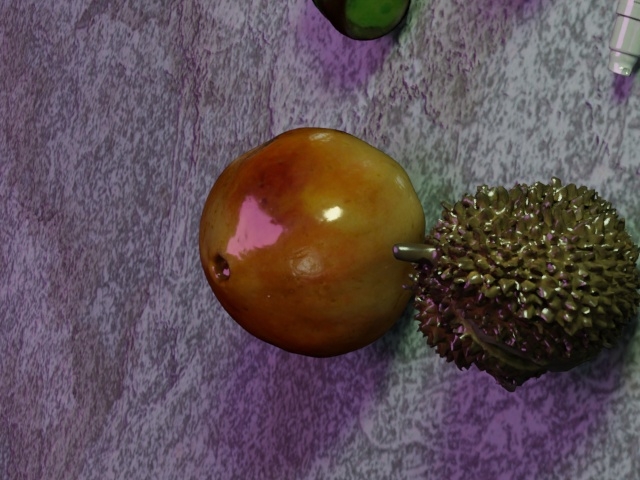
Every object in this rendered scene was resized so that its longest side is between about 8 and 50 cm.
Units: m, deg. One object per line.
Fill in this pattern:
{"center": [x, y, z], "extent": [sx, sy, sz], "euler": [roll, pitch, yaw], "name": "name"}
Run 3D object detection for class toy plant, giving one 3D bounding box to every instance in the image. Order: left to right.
{"center": [0.026, -0.260, 1.831], "extent": [0.092, 0.093, 0.162], "euler": [-64, 32, 23], "name": "toy plant"}

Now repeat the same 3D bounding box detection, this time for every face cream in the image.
{"center": [0.253, -0.193, 1.501], "extent": [0.034, 0.034, 0.130], "euler": [27, 103, 57], "name": "face cream"}

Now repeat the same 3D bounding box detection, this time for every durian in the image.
{"center": [0.142, 0.024, 1.461], "extent": [0.196, 0.196, 0.167], "euler": [-41, 43, 45], "name": "durian"}

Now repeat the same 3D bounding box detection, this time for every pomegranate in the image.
{"center": [-0.005, 0.003, 1.697], "extent": [0.209, 0.209, 0.209], "euler": [-25, 60, 53], "name": "pomegranate"}
